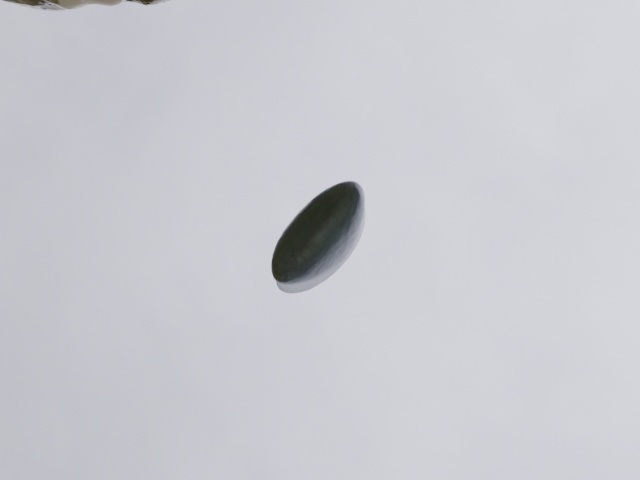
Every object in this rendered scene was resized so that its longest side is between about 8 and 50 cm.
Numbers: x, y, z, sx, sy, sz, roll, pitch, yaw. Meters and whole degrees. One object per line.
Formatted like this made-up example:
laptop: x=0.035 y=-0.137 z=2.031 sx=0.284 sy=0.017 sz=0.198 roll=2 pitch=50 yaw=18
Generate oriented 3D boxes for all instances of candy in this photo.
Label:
candy: x=0.000 y=0.000 z=1.745 sx=0.071 sy=0.174 sz=0.138 roll=41 pitch=-94 yaw=5

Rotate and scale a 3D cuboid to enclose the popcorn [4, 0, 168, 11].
popcorn: x=-0.185 y=-0.336 z=1.007 sx=0.390 sy=0.344 sz=0.354 roll=62 pitch=-5 yaw=12
